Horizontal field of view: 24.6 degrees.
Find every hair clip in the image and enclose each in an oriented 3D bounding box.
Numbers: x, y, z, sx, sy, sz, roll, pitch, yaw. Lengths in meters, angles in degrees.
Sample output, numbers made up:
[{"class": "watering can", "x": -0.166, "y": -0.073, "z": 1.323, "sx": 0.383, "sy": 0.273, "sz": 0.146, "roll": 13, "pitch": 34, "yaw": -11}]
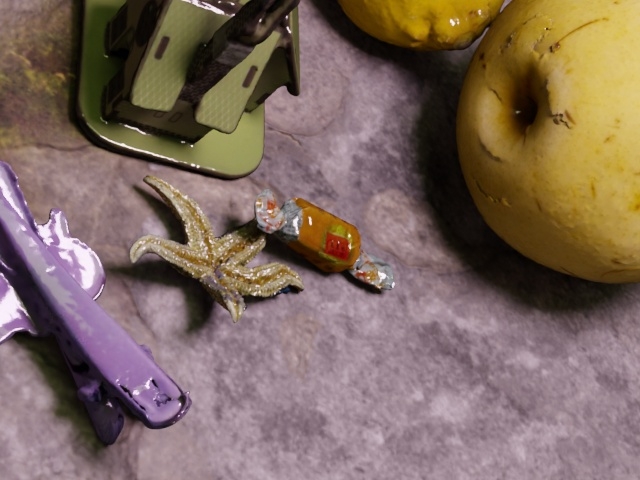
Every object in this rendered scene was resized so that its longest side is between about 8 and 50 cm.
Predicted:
[{"class": "hair clip", "x": -0.222, "y": 0.065, "z": 1.243, "sx": 0.137, "sy": 0.090, "sz": 0.278, "roll": -36, "pitch": 79, "yaw": -27}]

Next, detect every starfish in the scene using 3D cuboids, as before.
[{"class": "starfish", "x": -0.103, "y": 0.003, "z": 1.360, "sx": 0.176, "sy": 0.053, "sz": 0.208, "roll": 52, "pitch": 27, "yaw": 11}]

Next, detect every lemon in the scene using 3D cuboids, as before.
[{"class": "lemon", "x": 0.102, "y": -0.313, "z": 1.575, "sx": 0.204, "sy": 0.204, "sz": 0.260, "roll": -9, "pitch": 65, "yaw": -35}]

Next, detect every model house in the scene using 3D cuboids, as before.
[{"class": "model house", "x": -0.082, "y": -0.220, "z": 1.359, "sx": 0.204, "sy": 0.278, "sz": 0.218, "roll": 12, "pitch": 60, "yaw": -28}]

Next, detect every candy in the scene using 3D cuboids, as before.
[{"class": "candy", "x": 0.000, "y": 0.000, "z": 1.427, "sx": 0.182, "sy": 0.046, "sz": 0.053, "roll": 30, "pitch": 61, "yaw": -34}]

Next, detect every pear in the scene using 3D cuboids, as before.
[{"class": "pear", "x": 0.303, "y": -0.122, "z": 1.508, "sx": 0.348, "sy": 0.348, "sz": 0.348, "roll": 15, "pitch": 58, "yaw": -25}]
